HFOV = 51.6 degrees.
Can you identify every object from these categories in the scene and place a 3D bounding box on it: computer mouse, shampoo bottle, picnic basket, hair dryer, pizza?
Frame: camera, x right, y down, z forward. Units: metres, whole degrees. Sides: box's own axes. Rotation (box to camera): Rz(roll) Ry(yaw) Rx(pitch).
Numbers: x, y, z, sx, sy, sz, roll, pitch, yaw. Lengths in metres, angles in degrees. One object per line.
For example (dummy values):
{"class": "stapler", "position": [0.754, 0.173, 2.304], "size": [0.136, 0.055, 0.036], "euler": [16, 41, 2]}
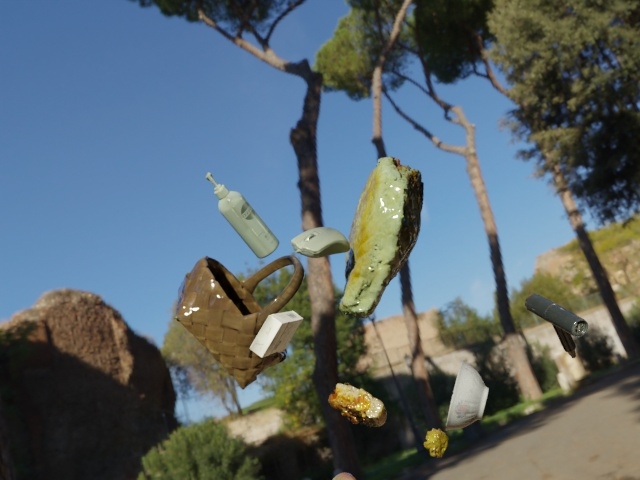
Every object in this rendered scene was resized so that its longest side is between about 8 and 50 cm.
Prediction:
{"class": "computer mouse", "position": [0.000, 0.000, 1.544], "size": [0.089, 0.056, 0.181], "euler": [17, 18, 35]}
{"class": "shampoo bottle", "position": [-0.156, -0.051, 1.274], "size": [0.056, 0.056, 0.195], "euler": [-27, -62, 23]}
{"class": "picnic basket", "position": [-0.169, 0.153, 1.694], "size": [0.337, 0.338, 0.293], "euler": [-17, 18, -5]}
{"class": "hair dryer", "position": [0.579, 0.224, 1.544], "size": [0.050, 0.195, 0.173], "euler": [-40, 22, -3]}
{"class": "pizza", "position": [0.083, 0.386, 1.523], "size": [0.058, 0.127, 0.246], "euler": [-46, 21, -21]}

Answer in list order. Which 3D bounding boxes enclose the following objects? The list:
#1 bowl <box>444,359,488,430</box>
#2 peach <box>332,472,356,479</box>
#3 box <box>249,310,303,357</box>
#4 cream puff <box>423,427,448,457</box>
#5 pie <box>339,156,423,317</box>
{"class": "bowl", "position": [0.382, 0.409, 1.702], "size": [0.085, 0.189, 0.189], "euler": [13, -11, 17]}
{"class": "peach", "position": [0.065, 0.661, 1.765], "size": [0.083, 0.083, 0.083], "euler": [-17, -18, -6]}
{"class": "box", "position": [-0.092, 0.197, 1.418], "size": [0.084, 0.040, 0.154], "euler": [-57, -13, 7]}
{"class": "cream puff", "position": [0.350, 0.606, 1.992], "size": [0.083, 0.083, 0.058], "euler": [-19, -30, -26]}
{"class": "pie", "position": [0.162, -0.011, 1.695], "size": [0.180, 0.418, 0.395], "euler": [16, -63, 4]}
